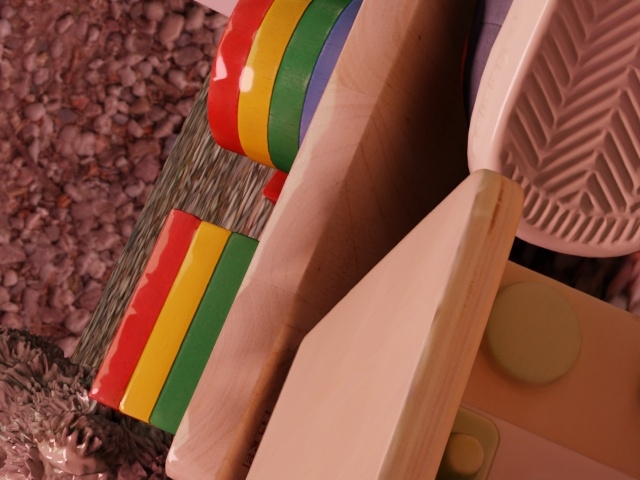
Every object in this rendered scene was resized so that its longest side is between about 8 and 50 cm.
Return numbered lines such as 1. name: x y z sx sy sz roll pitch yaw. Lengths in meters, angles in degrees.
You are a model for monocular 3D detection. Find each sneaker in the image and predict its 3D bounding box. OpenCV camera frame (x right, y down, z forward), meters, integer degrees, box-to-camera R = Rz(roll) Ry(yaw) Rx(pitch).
1. sneaker: 0.148 -0.171 0.694 0.350 0.131 0.148 -61 16 21

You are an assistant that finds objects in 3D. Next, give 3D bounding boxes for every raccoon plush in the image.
1. raccoon plush: -0.261 0.103 1.389 0.216 0.446 0.299 -31 -14 -42

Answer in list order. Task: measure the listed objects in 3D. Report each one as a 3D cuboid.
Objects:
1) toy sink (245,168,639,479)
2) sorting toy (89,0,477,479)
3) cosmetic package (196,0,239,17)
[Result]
1. toy sink: 0.052 0.098 0.571 0.234 0.131 0.153 129 162 -67
2. sorting toy: 0.000 0.000 0.819 0.255 0.089 0.257 -67 -19 -8
3. cosmetic package: -0.011 -0.245 1.335 0.138 0.224 0.225 -60 12 21
